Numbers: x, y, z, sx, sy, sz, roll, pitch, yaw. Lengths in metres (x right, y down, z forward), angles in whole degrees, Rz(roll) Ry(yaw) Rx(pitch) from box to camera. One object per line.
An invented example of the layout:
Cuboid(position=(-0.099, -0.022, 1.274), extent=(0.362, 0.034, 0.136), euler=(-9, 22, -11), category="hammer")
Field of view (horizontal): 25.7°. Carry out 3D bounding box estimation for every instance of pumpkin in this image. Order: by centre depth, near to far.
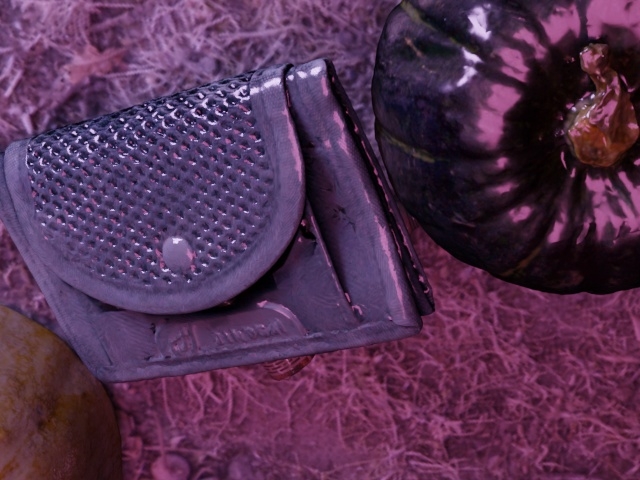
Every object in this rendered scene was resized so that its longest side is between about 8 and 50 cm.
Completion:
Cuboid(position=(0.198, -0.113, 1.069), extent=(0.323, 0.241, 0.323), euler=(-1, 117, -1), category="pumpkin")
Cuboid(position=(-0.342, 0.227, 1.210), extent=(0.332, 0.199, 0.332), euler=(1, 103, 3), category="pumpkin")

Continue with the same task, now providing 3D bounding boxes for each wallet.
Cuboid(position=(-0.102, -0.001, 1.135), extent=(0.342, 0.075, 0.237), euler=(-12, 112, 29), category="wallet")

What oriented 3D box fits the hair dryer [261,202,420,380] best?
Cuboid(position=(-0.004, -0.011, 1.207), extent=(0.220, 0.053, 0.195), euler=(-32, 107, 10), category="hair dryer")
